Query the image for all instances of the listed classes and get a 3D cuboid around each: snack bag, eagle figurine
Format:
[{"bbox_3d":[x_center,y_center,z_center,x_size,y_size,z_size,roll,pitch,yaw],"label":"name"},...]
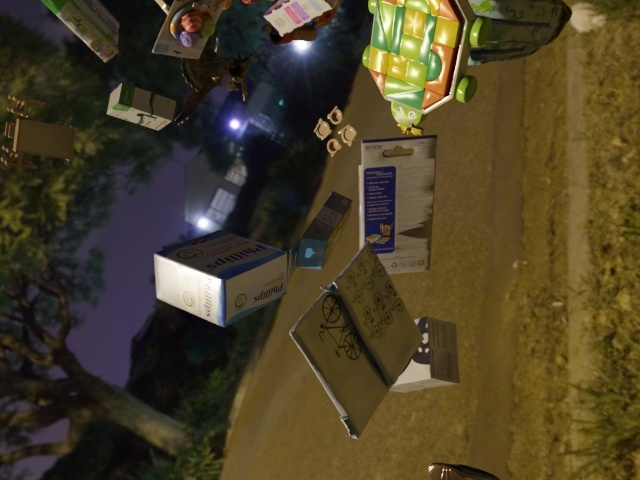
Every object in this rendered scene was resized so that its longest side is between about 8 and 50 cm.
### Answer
[{"bbox_3d":[0.096,0.222,1.358,0.037,0.323,0.342,-10,26,45],"label":"snack bag"},{"bbox_3d":[-0.351,-0.518,1.868,0.298,0.227,0.225,-27,22,-32],"label":"eagle figurine"}]

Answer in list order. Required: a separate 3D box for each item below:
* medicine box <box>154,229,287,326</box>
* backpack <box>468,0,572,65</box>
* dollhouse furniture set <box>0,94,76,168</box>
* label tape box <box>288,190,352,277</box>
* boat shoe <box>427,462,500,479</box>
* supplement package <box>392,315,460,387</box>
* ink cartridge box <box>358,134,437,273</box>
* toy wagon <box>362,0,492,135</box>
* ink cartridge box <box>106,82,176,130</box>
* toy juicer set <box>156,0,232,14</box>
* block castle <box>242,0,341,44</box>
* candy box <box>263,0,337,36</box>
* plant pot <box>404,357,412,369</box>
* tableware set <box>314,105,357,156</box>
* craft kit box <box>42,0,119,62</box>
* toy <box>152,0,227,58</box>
[{"bbox_3d":[-0.286,0.100,1.709,0.263,0.289,0.149,-25,-57,-49],"label":"medicine box"},{"bbox_3d":[0.431,-0.582,1.521,0.355,0.290,0.273,-10,-47,-54],"label":"backpack"},{"bbox_3d":[-0.892,-0.331,1.862,0.242,0.160,0.212,24,105,51],"label":"dollhouse furniture set"},{"bbox_3d":[0.000,0.000,2.400,0.334,0.105,0.241,-56,-13,-29],"label":"label tape box"},{"bbox_3d":[0.300,0.497,1.229,0.049,0.152,0.056,-13,-71,-56],"label":"boat shoe"},{"bbox_3d":[0.320,0.391,1.991,0.261,0.145,0.204,-27,54,47],"label":"supplement package"},{"bbox_3d":[0.182,-0.084,1.421,0.069,0.175,0.371,-99,5,-57],"label":"ink cartridge box"},{"bbox_3d":[0.206,-0.374,1.247,0.068,0.267,0.345,-32,-40,-39],"label":"toy wagon"},{"bbox_3d":[-0.666,-0.495,2.193,0.153,0.208,0.087,-10,70,55],"label":"ink cartridge box"},{"bbox_3d":[-0.476,-0.918,2.212,0.090,0.328,0.209,-75,-31,-48],"label":"toy juicer set"},{"bbox_3d":[-0.074,-0.855,1.802,0.212,0.303,0.453,-13,-28,-40],"label":"block castle"},{"bbox_3d":[-0.019,-0.579,1.360,0.196,0.070,0.165,-4,51,52],"label":"candy box"},{"bbox_3d":[0.173,0.349,1.795,0.191,0.191,0.174,-61,-14,27],"label":"plant pot"},{"bbox_3d":[0.055,-0.408,2.212,0.141,0.169,0.020,-42,-17,30],"label":"tableware set"},{"bbox_3d":[-0.661,-0.638,1.613,0.061,0.250,0.247,-37,39,9],"label":"craft kit box"},{"bbox_3d":[-0.287,-0.518,1.385,0.136,0.056,0.237,-8,-37,-46],"label":"toy"}]
